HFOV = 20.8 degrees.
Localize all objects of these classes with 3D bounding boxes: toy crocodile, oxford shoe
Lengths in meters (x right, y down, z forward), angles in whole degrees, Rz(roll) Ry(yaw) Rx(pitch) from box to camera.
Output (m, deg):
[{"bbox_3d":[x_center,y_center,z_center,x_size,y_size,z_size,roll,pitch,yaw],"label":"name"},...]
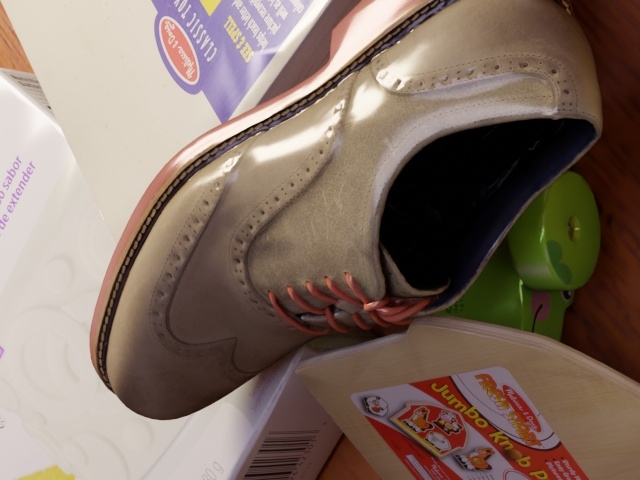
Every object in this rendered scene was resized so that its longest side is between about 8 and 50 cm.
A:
[{"bbox_3d":[0.096,-0.067,0.976,0.115,0.105,0.341,-7,87,37],"label":"toy crocodile"},{"bbox_3d":[0.000,0.000,0.885,0.348,0.123,0.130,-46,41,29],"label":"oxford shoe"}]

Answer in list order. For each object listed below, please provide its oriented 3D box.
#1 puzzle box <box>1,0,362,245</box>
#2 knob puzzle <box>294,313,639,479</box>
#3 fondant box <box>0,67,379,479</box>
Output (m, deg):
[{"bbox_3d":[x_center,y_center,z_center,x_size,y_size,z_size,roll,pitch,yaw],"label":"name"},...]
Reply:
[{"bbox_3d":[-0.087,-0.194,1.071,0.272,0.052,0.409,-52,43,21],"label":"puzzle box"},{"bbox_3d":[0.108,0.101,0.926,0.213,0.030,0.213,16,138,15],"label":"knob puzzle"},{"bbox_3d":[-0.142,0.072,1.138,0.330,0.096,0.238,40,110,33],"label":"fondant box"}]
